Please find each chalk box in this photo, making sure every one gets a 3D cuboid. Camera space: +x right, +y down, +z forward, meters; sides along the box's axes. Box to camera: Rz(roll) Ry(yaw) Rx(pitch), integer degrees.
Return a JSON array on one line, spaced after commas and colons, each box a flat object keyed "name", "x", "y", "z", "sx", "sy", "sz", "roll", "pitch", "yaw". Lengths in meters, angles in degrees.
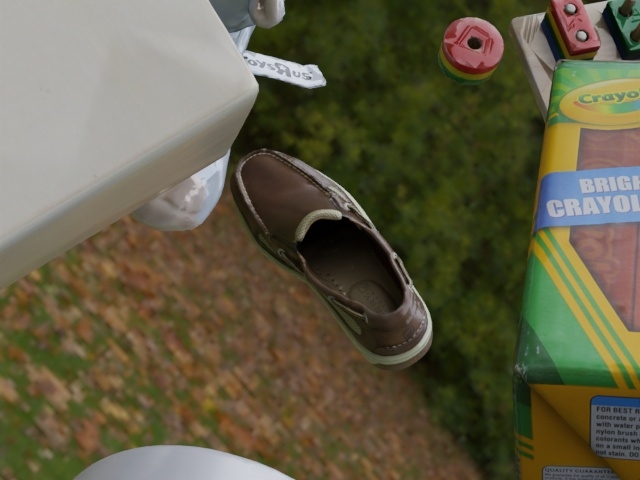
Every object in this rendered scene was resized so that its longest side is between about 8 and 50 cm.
[{"name": "chalk box", "x": 0.199, "y": 0.025, "z": 0.761, "sx": 0.289, "sy": 0.180, "sz": 0.179, "roll": -76, "pitch": 163, "yaw": -46}]

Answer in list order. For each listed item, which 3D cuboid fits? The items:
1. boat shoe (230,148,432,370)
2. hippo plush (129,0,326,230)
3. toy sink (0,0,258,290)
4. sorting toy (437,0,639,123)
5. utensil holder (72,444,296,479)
[{"name": "boat shoe", "x": 0.006, "y": -0.005, "z": 1.322, "sx": 0.257, "sy": 0.095, "sz": 0.095, "roll": 45, "pitch": -12, "yaw": 29}, {"name": "hippo plush", "x": -0.094, "y": -0.139, "z": 1.016, "sx": 0.236, "sy": 0.294, "sz": 0.234, "roll": 149, "pitch": -66, "yaw": -65}, {"name": "toy sink", "x": -0.150, "y": -0.098, "z": 0.514, "sx": 0.234, "sy": 0.153, "sz": 0.131, "roll": 57, "pitch": -11, "yaw": 0}, {"name": "sorting toy", "x": 0.233, "y": -0.129, "z": 1.126, "sx": 0.046, "sy": 0.274, "sz": 0.132, "roll": 107, "pitch": -32, "yaw": -63}, {"name": "utensil holder", "x": -0.128, "y": 0.387, "z": 1.102, "sx": 0.327, "sy": 0.327, "sz": 0.385, "roll": 47, "pitch": 36, "yaw": -16}]
